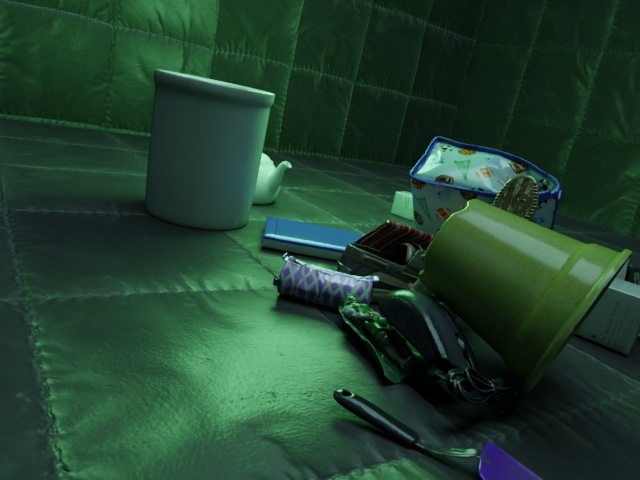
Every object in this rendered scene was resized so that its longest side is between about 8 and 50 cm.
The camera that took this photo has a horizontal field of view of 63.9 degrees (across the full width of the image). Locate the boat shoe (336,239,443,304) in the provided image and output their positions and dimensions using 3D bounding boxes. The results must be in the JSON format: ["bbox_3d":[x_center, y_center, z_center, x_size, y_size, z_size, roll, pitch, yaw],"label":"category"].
[{"bbox_3d":[0.203,0.073,1.174,0.355,0.130,0.132,5,17,-24],"label":"boat shoe"}]

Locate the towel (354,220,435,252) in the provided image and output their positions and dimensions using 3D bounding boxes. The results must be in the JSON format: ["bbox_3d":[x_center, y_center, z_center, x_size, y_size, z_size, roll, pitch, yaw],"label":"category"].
[{"bbox_3d":[0.243,0.029,1.284,0.274,0.031,0.199,19,-22,-15],"label":"towel"}]

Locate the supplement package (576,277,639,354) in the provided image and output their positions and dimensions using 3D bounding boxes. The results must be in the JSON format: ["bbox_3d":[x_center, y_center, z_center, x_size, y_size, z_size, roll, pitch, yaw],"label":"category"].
[{"bbox_3d":[0.633,0.147,1.226,0.244,0.139,0.133,22,18,35],"label":"supplement package"}]

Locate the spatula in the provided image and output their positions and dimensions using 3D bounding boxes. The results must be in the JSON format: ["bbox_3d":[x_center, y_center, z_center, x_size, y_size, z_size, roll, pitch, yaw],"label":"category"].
[{"bbox_3d":[0.147,0.262,0.661,0.296,0.030,0.084,19,19,22],"label":"spatula"}]

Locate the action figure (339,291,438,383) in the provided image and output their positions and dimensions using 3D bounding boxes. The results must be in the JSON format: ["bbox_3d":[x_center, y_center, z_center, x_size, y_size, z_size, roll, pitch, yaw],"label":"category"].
[{"bbox_3d":[0.103,0.160,0.919,0.137,0.064,0.232,15,15,-37],"label":"action figure"}]

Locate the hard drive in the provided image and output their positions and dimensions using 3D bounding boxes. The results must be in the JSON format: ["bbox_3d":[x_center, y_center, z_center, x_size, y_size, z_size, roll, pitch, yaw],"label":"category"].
[{"bbox_3d":[0.000,0.000,1.442,0.318,0.040,0.210,10,16,-7],"label":"hard drive"}]

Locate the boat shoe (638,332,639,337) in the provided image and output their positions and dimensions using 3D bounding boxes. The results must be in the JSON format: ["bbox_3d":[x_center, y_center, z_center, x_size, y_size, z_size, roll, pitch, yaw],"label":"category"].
[{"bbox_3d":[0.816,0.217,1.225,0.094,0.109,0.302,-2,7,-4],"label":"boat shoe"}]

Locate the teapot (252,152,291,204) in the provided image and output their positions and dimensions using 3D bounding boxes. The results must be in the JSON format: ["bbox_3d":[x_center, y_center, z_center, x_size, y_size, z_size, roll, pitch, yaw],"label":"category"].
[{"bbox_3d":[-0.259,-0.247,1.842,0.255,0.187,0.252,6,16,-17],"label":"teapot"}]

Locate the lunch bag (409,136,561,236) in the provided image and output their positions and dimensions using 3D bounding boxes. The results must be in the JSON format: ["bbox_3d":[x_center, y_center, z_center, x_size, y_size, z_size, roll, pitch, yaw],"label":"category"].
[{"bbox_3d":[0.467,-0.079,1.478,0.385,0.328,0.239,19,55,27],"label":"lunch bag"}]

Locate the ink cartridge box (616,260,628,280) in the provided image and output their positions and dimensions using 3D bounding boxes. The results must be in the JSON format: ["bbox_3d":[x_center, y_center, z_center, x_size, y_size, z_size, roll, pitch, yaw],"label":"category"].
[{"bbox_3d":[0.732,0.096,1.432,0.176,0.128,0.128,16,-8,14],"label":"ink cartridge box"}]

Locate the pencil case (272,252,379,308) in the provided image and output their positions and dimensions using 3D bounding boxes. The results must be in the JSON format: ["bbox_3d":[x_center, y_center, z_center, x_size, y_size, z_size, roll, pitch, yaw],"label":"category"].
[{"bbox_3d":[0.011,0.089,1.058,0.206,0.088,0.086,14,17,4],"label":"pencil case"}]

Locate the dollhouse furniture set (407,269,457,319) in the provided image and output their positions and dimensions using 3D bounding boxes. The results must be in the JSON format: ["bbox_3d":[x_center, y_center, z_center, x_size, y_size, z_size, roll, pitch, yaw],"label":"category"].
[{"bbox_3d":[0.333,0.105,1.030,0.242,0.212,0.161,38,13,-6],"label":"dollhouse furniture set"}]

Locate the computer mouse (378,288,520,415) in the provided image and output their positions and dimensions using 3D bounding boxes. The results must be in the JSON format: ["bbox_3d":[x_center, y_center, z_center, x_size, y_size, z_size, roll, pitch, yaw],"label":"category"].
[{"bbox_3d":[0.201,0.156,0.833,0.188,0.072,0.272,25,14,-43],"label":"computer mouse"}]

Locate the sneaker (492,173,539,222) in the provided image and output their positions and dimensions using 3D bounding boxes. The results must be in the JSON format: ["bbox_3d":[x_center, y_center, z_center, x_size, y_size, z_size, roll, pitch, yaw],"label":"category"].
[{"bbox_3d":[0.483,-0.013,1.274,0.099,0.282,0.153,13,-6,35],"label":"sneaker"}]

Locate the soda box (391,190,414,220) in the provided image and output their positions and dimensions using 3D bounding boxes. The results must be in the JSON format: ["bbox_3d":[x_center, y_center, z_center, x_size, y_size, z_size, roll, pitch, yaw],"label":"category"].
[{"bbox_3d":[0.432,-0.116,2.063,0.286,0.098,0.091,23,20,33],"label":"soda box"}]

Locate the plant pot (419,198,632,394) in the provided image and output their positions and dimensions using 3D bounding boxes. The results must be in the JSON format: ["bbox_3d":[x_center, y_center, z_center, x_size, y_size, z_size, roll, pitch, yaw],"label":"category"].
[{"bbox_3d":[0.318,0.068,0.867,0.254,0.276,0.276,36,26,28],"label":"plant pot"}]

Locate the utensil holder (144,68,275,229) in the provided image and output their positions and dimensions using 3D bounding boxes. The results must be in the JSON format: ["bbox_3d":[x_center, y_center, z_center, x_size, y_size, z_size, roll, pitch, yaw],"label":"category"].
[{"bbox_3d":[-0.322,-0.256,1.461,0.327,0.386,0.328,11,15,-3],"label":"utensil holder"}]

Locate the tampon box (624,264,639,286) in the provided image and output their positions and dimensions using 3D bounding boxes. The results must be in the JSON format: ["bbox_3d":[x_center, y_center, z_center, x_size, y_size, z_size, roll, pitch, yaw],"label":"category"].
[{"bbox_3d":[0.907,0.145,1.425,0.160,0.102,0.120,13,-15,6],"label":"tampon box"}]
